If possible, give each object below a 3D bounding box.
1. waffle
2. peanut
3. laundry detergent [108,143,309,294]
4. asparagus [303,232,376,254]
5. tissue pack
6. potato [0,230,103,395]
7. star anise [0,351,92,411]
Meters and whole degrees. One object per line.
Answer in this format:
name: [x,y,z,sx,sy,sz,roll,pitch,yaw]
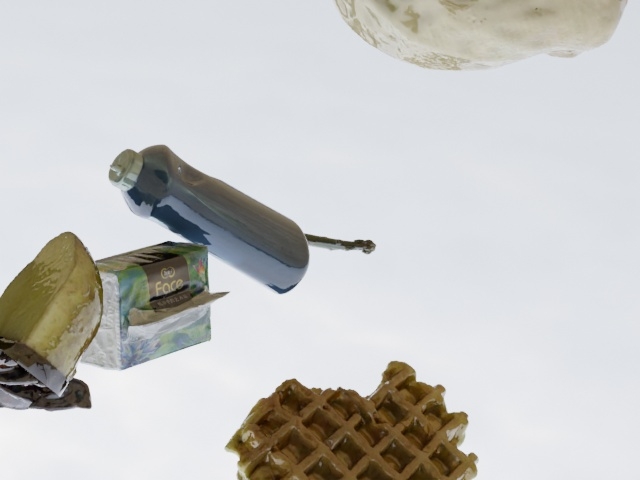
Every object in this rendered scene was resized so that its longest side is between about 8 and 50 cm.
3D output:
waffle: [0.033,0.214,1.458,0.253,0.056,0.249,17,-132,-8]
peanut: [0.084,-0.142,0.781,0.159,0.109,0.140,18,-141,29]
laundry detergent: [-0.103,-0.025,1.296,0.206,0.061,0.096,30,-157,-35]
asparagus: [0.000,0.000,1.525,0.127,0.018,0.015,9,-172,29]
tissue pack: [-0.135,0.053,1.213,0.079,0.085,0.111,7,-166,36]
potato: [-0.191,0.053,1.106,0.066,0.103,0.096,42,170,-32]
star anise: [-0.391,0.121,1.721,0.283,0.129,0.212,17,167,-10]
